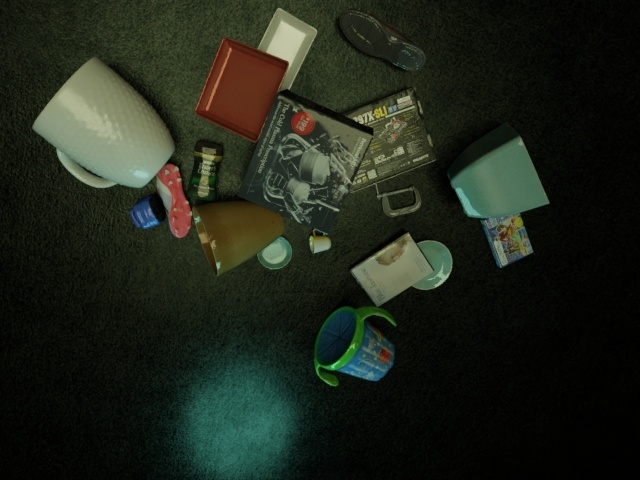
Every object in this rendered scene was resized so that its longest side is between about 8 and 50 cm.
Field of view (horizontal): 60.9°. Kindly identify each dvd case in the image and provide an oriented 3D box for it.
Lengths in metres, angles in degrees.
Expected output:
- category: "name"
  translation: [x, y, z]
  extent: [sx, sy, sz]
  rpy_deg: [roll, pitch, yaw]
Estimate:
- category: "dvd case"
  translation: [0.255, 0.105, 1.951]
  extent: [0.253, 0.022, 0.180]
  rpy_deg: [-34, 104, 8]

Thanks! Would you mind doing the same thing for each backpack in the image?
- category: "backpack"
  translation: [-0.556, -0.085, 1.750]
  extent: [0.101, 0.120, 0.097]
  rpy_deg: [-27, 107, -1]

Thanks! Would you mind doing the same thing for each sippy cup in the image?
- category: "sippy cup"
  translation: [0.135, 0.383, 1.933]
  extent: [0.224, 0.306, 0.239]
  rpy_deg: [33, 54, -25]

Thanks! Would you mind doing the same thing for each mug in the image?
- category: "mug"
  translation: [-0.644, -0.299, 1.629]
  extent: [0.374, 0.276, 0.328]
  rpy_deg: [-34, 117, 33]
- category: "mug"
  translation: [0.001, 0.003, 1.888]
  extent: [0.064, 0.062, 0.078]
  rpy_deg: [-7, 112, -15]

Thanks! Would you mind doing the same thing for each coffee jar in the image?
- category: "coffee jar"
  translation: [-0.371, -0.226, 1.762]
  extent: [0.096, 0.079, 0.184]
  rpy_deg: [9, 102, -11]

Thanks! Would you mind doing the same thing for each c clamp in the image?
- category: "c clamp"
  translation: [0.274, -0.152, 1.906]
  extent: [0.161, 0.022, 0.137]
  rpy_deg: [-8, 105, -6]

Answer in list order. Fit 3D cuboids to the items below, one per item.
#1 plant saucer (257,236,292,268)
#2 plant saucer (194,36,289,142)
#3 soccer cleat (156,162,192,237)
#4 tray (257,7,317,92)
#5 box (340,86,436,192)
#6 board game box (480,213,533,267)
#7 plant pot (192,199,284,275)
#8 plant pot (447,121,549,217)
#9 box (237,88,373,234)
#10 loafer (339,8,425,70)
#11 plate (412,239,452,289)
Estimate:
- category: "plant saucer"
  translation: [-0.160, 0.039, 1.892]
  extent: [0.120, 0.021, 0.119]
  rpy_deg: [-2, 104, -7]
- category: "plant saucer"
  translation: [-0.238, -0.463, 1.682]
  extent: [0.259, 0.048, 0.258]
  rpy_deg: [28, 101, 21]
- category: "soccer cleat"
  translation: [-0.482, -0.132, 1.772]
  extent: [0.083, 0.095, 0.247]
  rpy_deg: [-24, 115, -39]
- category: "tray"
  translation: [-0.133, -0.577, 1.731]
  extent: [0.145, 0.030, 0.270]
  rpy_deg: [26, 100, -13]
- category: "box"
  translation: [0.197, -0.334, 1.820]
  extent: [0.322, 0.079, 0.257]
  rpy_deg: [-22, 104, -2]
- category: "board game box"
  translation: [0.682, -0.017, 1.994]
  extent: [0.136, 0.035, 0.201]
  rpy_deg: [-25, 106, -1]
- category: "plant pot"
  translation: [-0.256, -0.035, 1.772]
  extent: [0.255, 0.237, 0.237]
  rpy_deg: [-19, 107, -18]
- category: "plant pot"
  translation: [0.573, -0.210, 1.828]
  extent: [0.252, 0.247, 0.247]
  rpy_deg: [-26, 107, 16]
- category: "box"
  translation: [-0.042, -0.247, 1.702]
  extent: [0.313, 0.179, 0.343]
  rpy_deg: [23, 109, -3]
- category: "loafer"
  translation: [0.199, -0.646, 1.745]
  extent: [0.303, 0.095, 0.109]
  rpy_deg: [27, 129, -10]
- category: "plate"
  translation: [0.387, 0.088, 1.984]
  extent: [0.188, 0.024, 0.188]
  rpy_deg: [-2, 105, -9]
